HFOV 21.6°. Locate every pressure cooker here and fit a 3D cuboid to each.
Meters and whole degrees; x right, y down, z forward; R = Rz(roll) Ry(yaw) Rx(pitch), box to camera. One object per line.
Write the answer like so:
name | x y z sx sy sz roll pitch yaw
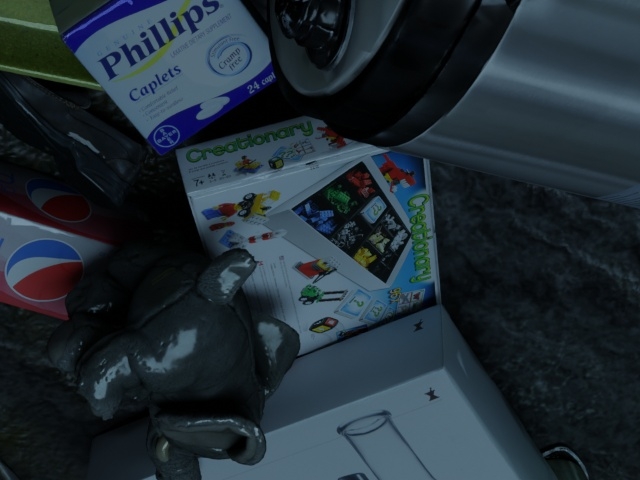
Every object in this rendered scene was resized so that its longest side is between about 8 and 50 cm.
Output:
pressure cooker | 0.143 -0.223 1.155 0.421 0.375 0.369 11 125 -21

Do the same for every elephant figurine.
elephant figurine | -0.094 0.117 1.378 0.169 0.186 0.239 -47 124 -11

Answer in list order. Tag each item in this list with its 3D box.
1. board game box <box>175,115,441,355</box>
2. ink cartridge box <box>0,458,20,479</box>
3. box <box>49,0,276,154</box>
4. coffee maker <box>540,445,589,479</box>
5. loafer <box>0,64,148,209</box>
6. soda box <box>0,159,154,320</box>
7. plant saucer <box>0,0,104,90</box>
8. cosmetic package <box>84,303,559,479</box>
board game box | 0.000 0.000 1.418 0.193 0.053 0.305 -15 149 -3
ink cartridge box | -0.387 0.279 1.575 0.208 0.087 0.153 -29 127 7
box | -0.115 -0.157 1.274 0.126 0.072 0.137 -33 127 9
coffee maker | 0.220 0.323 1.689 0.120 0.178 0.171 35 111 -30
loafer | -0.213 -0.100 1.368 0.170 0.062 0.061 46 67 -27
soda box | -0.273 -0.011 1.394 0.263 0.083 0.092 17 120 -24
plant saucer | -0.219 -0.219 1.279 0.188 0.045 0.188 10 122 -19
cosmetic package | 0.011 0.243 1.584 0.377 0.097 0.284 -23 123 19
